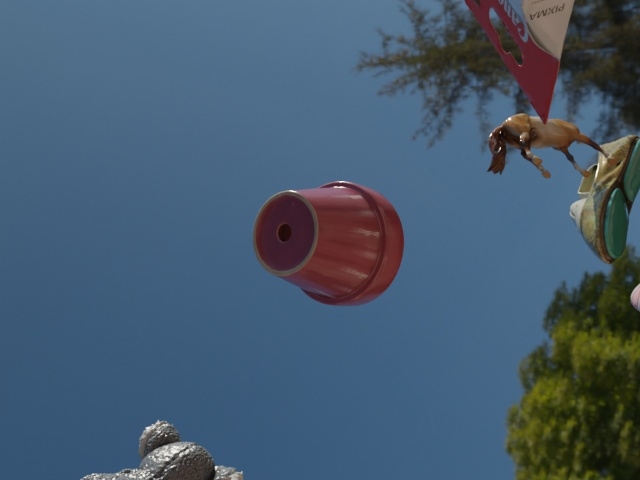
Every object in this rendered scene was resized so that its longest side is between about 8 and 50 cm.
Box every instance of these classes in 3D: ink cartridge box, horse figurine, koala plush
[{"bbox_3d":[0.141,-0.229,0.708,0.066,0.189,0.232,-13,-35,-11],"label":"ink cartridge box"},{"bbox_3d":[0.399,-0.176,1.564,0.263,0.174,0.066,-4,-49,-24],"label":"horse figurine"},{"bbox_3d":[-0.228,0.362,1.214,0.221,0.196,0.203,-38,-37,-39],"label":"koala plush"}]

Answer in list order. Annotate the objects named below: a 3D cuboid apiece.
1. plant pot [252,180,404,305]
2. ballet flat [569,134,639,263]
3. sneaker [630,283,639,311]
[{"bbox_3d":[0.000,0.000,1.349,0.180,0.201,0.202,10,-92,-53],"label":"plant pot"},{"bbox_3d":[0.535,-0.075,1.647,0.349,0.123,0.123,-56,-51,-39],"label":"ballet flat"},{"bbox_3d":[0.481,0.050,1.197,0.134,0.051,0.070,-58,-3,16],"label":"sneaker"}]
